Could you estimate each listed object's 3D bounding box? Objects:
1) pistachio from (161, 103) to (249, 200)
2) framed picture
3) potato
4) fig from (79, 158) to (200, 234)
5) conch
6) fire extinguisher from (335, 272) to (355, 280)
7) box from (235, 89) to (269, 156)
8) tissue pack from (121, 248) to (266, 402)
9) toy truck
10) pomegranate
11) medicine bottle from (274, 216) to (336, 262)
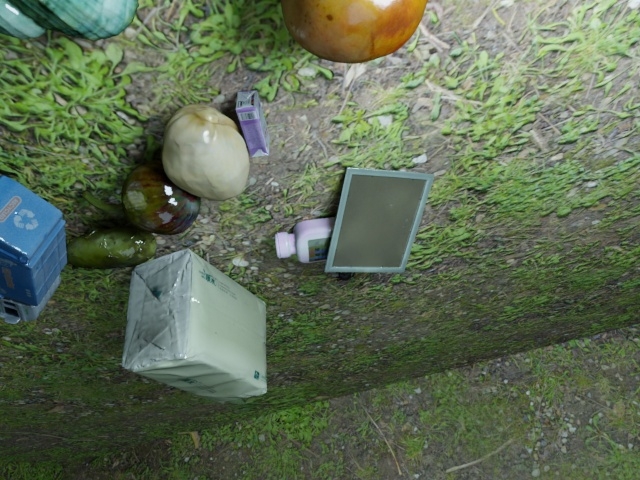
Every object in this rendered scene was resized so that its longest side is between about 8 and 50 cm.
[{"bbox_3d":[-0.204,-0.151,0.820,0.145,0.117,0.200,-24,153,-6],"label":"pistachio"},{"bbox_3d":[0.131,-0.039,1.077,0.217,0.017,0.274,4,119,-18],"label":"framed picture"},{"bbox_3d":[-0.473,0.018,1.029,0.226,0.090,0.117,-8,153,9],"label":"potato"},{"bbox_3d":[-0.357,-0.077,0.896,0.246,0.149,0.149,-5,148,13],"label":"fig"},{"bbox_3d":[-0.331,-0.305,0.561,0.188,0.121,0.176,-3,170,-5],"label":"conch"},{"bbox_3d":[0.069,0.079,1.311,0.056,0.039,0.132,-2,147,4],"label":"fire extinguisher"},{"bbox_3d":[-0.118,-0.205,0.824,0.036,0.050,0.117,-5,148,5],"label":"box"},{"bbox_3d":[-0.307,0.239,1.217,0.207,0.296,0.380,-18,147,16],"label":"tissue pack"},{"bbox_3d":[-0.621,0.033,0.923,0.175,0.146,0.367,24,141,-10],"label":"toy truck"},{"bbox_3d":[0.040,-0.317,0.585,0.192,0.191,0.191,-7,146,-5],"label":"pomegranate"},{"bbox_3d":[0.000,0.000,1.135,0.220,0.077,0.115,-7,140,-4],"label":"medicine bottle"}]
